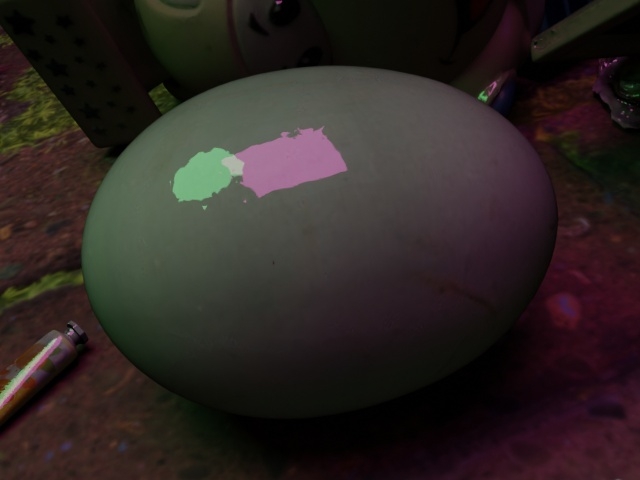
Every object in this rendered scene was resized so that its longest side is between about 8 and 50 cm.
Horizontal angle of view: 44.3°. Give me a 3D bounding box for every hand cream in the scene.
[{"bbox_3d":[-0.177,0.086,0.450,0.035,0.022,0.102,28,57,30],"label":"hand cream"}]

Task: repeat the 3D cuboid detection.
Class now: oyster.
[{"bbox_3d":[0.241,-0.114,0.578,0.098,0.037,0.100,0,56,43],"label":"oyster"}]

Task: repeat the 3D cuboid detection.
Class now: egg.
[{"bbox_3d":[0.000,0.000,0.386,0.231,0.168,0.168,-9,38,-1],"label":"egg"}]

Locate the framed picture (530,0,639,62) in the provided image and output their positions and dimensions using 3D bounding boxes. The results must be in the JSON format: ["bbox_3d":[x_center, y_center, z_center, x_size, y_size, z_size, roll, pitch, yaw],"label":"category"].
[{"bbox_3d":[0.311,-0.152,0.437,0.315,0.024,0.232,-9,-3,-18],"label":"framed picture"}]

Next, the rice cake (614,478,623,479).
[{"bbox_3d":[0.066,0.159,0.253,0.206,0.063,0.069,-30,43,-20],"label":"rice cake"}]

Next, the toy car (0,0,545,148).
[{"bbox_3d":[-0.036,-0.178,0.564,0.336,0.242,0.226,14,60,32],"label":"toy car"}]

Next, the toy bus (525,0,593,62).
[{"bbox_3d":[0.217,-0.263,0.668,0.256,0.147,0.128,-36,32,-22],"label":"toy bus"}]
